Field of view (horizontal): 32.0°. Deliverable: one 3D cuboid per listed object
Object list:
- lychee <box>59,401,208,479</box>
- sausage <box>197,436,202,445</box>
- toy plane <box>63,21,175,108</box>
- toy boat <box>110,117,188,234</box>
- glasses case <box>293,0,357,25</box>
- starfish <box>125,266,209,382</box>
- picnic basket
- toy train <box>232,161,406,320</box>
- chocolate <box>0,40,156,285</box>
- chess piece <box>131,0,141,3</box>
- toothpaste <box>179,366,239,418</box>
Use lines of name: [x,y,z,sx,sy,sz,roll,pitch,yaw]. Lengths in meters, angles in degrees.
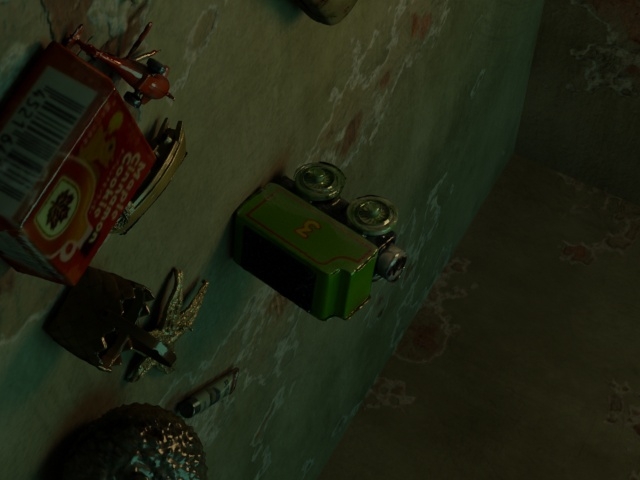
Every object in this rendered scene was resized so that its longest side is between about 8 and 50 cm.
lychee: [-0.312,0.396,1.860,0.255,0.255,0.274,-62,-165,-8]
sausage: [-0.329,0.473,2.162,0.302,0.076,0.103,-37,148,-57]
toy plane: [-0.245,-0.227,1.422,0.126,0.077,0.194,-47,159,-12]
toy boat: [-0.262,-0.094,1.595,0.206,0.064,0.072,-59,144,-26]
glasses case: [-0.013,-0.461,1.747,0.156,0.098,0.425,-67,163,-1]
starfish: [-0.263,0.159,1.967,0.231,0.048,0.295,-61,164,-13]
picnic basket: [-0.286,0.128,1.622,0.138,0.178,0.128,-61,163,-13]
toy train: [0.000,0.000,2.111,0.249,0.307,0.173,-41,153,-36]
chocolate: [-0.316,-0.081,1.364,0.237,0.108,0.235,-61,164,-17]
chess piece: [-0.213,-0.333,1.444,0.092,0.035,0.035,-47,156,-36]
toothpaste: [-0.226,0.319,2.325,0.239,0.039,0.062,-23,129,-69]
